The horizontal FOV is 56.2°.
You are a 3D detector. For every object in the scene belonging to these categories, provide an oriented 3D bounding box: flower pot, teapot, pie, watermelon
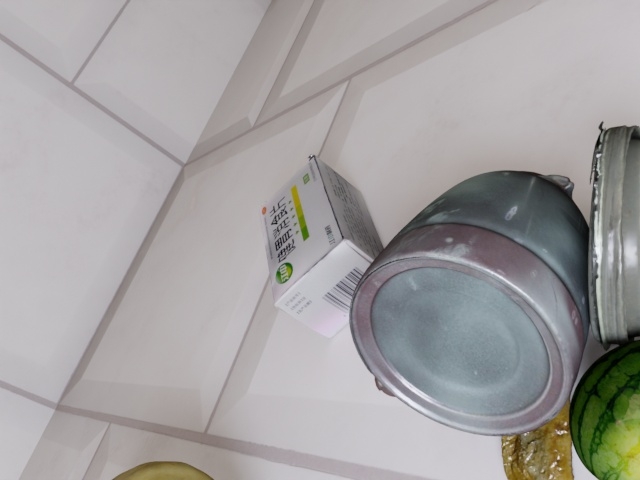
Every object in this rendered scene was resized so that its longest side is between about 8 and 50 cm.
[{"bbox_3d":[0.348,-0.003,0.589,0.140,0.235,0.235,0,56,29],"label":"flower pot"},{"bbox_3d":[0.187,0.058,0.732,0.312,0.233,0.315,-44,-4,-45],"label":"teapot"},{"bbox_3d":[0.241,0.224,0.655,0.092,0.034,0.170,-17,52,45],"label":"pie"},{"bbox_3d":[0.312,0.146,0.527,0.187,0.140,0.141,-46,30,6],"label":"watermelon"}]

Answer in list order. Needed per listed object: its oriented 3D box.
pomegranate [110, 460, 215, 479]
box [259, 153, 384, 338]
[{"bbox_3d":[-0.236,0.473,0.808,0.332,0.332,0.332,-36,34,29],"label":"pomegranate"},{"bbox_3d":[0.000,-0.002,1.132,0.173,0.145,0.333,-42,32,17],"label":"box"}]
